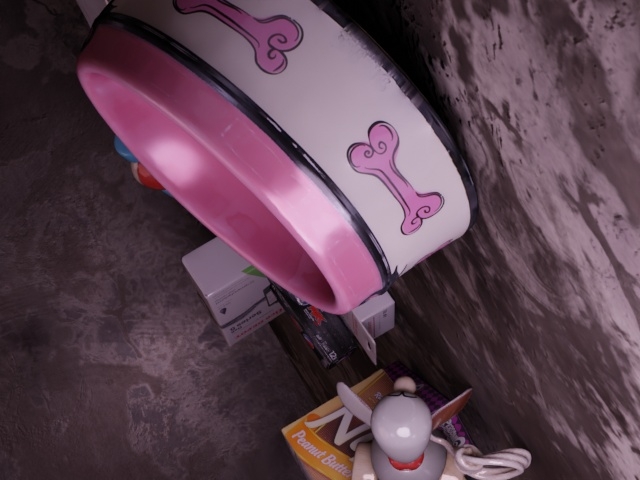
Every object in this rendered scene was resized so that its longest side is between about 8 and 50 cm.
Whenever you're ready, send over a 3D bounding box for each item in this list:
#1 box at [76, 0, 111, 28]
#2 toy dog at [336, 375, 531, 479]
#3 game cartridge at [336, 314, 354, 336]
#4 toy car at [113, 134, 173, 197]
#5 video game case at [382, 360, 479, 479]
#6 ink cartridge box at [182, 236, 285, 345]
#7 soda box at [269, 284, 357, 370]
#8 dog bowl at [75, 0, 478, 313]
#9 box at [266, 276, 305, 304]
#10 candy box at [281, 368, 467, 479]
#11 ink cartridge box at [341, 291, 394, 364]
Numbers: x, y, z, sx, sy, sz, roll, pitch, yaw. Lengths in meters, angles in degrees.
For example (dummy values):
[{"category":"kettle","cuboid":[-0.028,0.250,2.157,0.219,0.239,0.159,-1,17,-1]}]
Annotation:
[{"category":"box","cuboid":[-0.193,-0.279,1.423,0.215,0.168,0.345,63,169,-24]},{"category":"toy dog","cuboid":[0.121,0.238,1.387,0.334,0.220,0.161,123,155,-61]},{"category":"game cartridge","cuboid":[-0.045,0.006,1.811,0.355,0.068,0.230,36,159,56]},{"category":"toy car","cuboid":[-0.216,-0.168,1.997,0.238,0.210,0.219,23,168,23]},{"category":"video game case","cuboid":[0.184,0.309,1.649,0.210,0.042,0.232,64,170,-16]},{"category":"ink cartridge box","cuboid":[-0.160,0.086,2.274,0.115,0.198,0.273,53,169,25]},{"category":"soda box","cuboid":[-0.012,0.122,1.715,0.169,0.060,0.053,54,165,13]},{"category":"dog bowl","cuboid":[-0.057,-0.095,1.002,0.408,0.150,0.408,40,169,9]},{"category":"box","cuboid":[0.000,0.000,1.338,0.077,0.147,0.180,62,170,-12]},{"category":"candy box","cuboid":[0.102,0.360,1.546,0.316,0.183,0.087,52,165,35]},{"category":"ink cartridge box","cuboid":[0.056,0.082,1.560,0.180,0.060,0.104,56,169,22]}]
